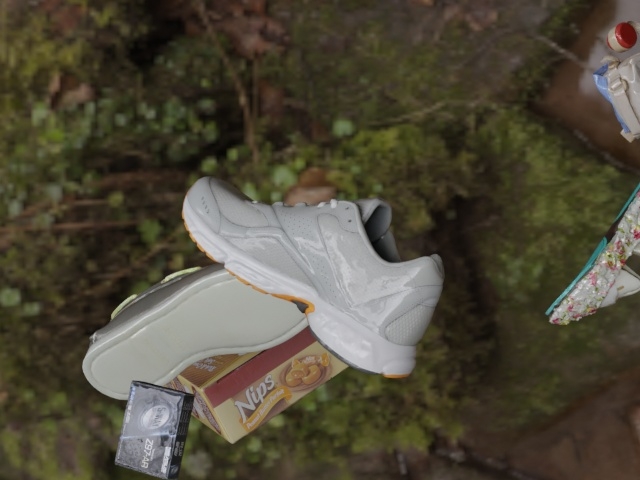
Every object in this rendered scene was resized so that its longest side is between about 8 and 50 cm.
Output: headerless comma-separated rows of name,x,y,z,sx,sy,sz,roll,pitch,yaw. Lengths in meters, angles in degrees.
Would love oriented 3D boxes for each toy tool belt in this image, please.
toy tool belt,0.220,-0.113,0.998,0.051,0.052,0.083,-22,100,55

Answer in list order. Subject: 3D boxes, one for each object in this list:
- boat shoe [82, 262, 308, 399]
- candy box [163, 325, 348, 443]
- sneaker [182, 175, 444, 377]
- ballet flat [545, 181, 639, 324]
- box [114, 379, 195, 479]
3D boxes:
boat shoe,-0.120,0.073,1.472,0.305,0.109,0.091,-25,27,23
candy box,-0.113,0.143,1.778,0.087,0.183,0.316,63,162,-19
sneaker,0.000,0.000,1.155,0.262,0.099,0.121,35,104,27
ballet flat,0.360,0.013,1.607,0.077,0.091,0.241,36,89,10
box,-0.159,0.181,1.317,0.067,0.018,0.083,10,87,32
